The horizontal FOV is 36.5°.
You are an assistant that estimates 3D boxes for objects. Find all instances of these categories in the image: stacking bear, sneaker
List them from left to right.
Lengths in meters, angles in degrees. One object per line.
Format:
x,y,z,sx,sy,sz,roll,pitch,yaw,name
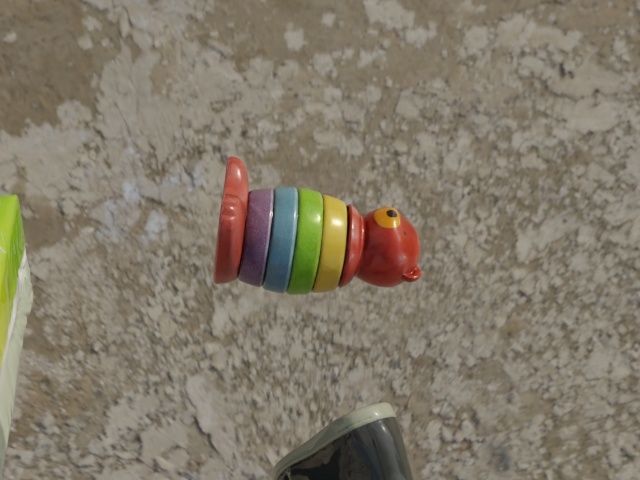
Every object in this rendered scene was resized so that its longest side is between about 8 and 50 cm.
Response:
0.000,0.000,1.375,0.288,0.164,0.175,7,33,-5,stacking bear
0.021,0.246,0.912,0.083,0.222,0.118,-9,65,-25,sneaker

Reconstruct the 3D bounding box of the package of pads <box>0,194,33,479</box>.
-0.300,0.089,0.558,0.229,0.101,0.297,-3,34,-7,package of pads
